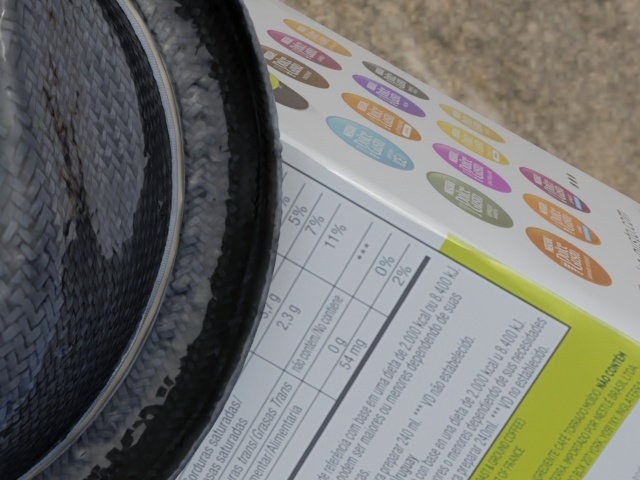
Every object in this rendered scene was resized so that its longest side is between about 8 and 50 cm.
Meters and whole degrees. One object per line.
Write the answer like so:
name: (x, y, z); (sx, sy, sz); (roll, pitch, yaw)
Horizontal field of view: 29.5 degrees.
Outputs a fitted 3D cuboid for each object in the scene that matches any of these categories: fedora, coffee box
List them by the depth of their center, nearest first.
fedora: (-0.156, -0.005, 0.420); (0.152, 0.333, 0.334); (-154, -117, -79)
coffee box: (-0.008, 0.082, 0.746); (0.338, 0.334, 0.338); (-60, -178, 17)
